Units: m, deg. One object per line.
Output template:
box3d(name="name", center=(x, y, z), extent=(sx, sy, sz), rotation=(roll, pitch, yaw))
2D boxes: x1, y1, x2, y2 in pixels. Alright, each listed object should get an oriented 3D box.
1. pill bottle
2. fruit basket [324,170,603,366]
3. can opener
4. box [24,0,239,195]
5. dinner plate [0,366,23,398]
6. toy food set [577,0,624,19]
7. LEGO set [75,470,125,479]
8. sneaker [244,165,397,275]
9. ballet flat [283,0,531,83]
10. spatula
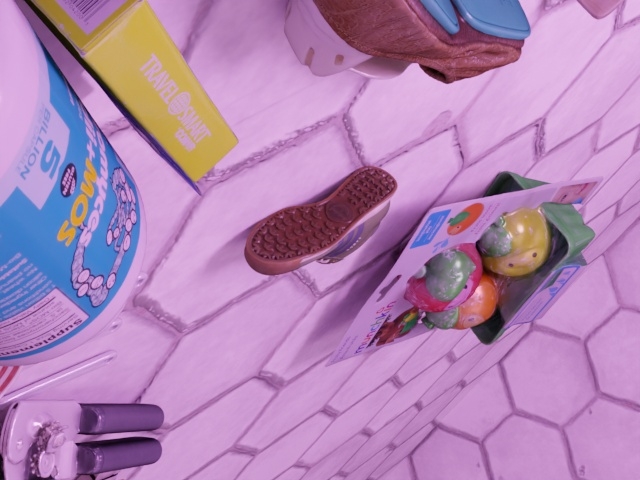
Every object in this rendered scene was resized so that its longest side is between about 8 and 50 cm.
box3d(name="pill bottle", center=(-0.176, -0.022, 0.481), extent=(0.146, 0.146, 0.264), rotation=(-38, 161, -9))
box3d(name="fruit basket", center=(0.205, 0.050, 1.309), extent=(0.353, 0.165, 0.327), rotation=(-18, 149, -42))
box3d(name="can opener", center=(-0.241, 0.191, 0.928), extent=(0.280, 0.093, 0.074), rotation=(24, 68, -69))
box3d(name="box", center=(-0.106, -0.099, 0.502), extent=(0.042, 0.109, 0.178), rotation=(-42, 160, -4))
box3d(name="dinner plate", center=(-0.271, 0.080, 0.661), extent=(0.141, 0.017, 0.141), rotation=(-28, 136, -31))
box3d(name="toy food set", center=(0.304, -0.327, 0.810), extent=(0.220, 0.092, 0.306), rotation=(-44, 159, 6))
box3d(name="LEGO set", center=(-0.267, 0.283, 1.029), extent=(0.093, 0.087, 0.227), rotation=(-49, 160, 21))
box3d(name="sneaker", center=(0.000, 0.000, 0.964), extent=(0.192, 0.064, 0.086), rotation=(-32, 153, -33))
box3d(name="ballet flat", center=(0.049, -0.167, 0.688), extent=(0.124, 0.116, 0.342), rotation=(-29, 170, 25))
box3d(name="spatula", center=(-0.252, 0.105, 0.788), extent=(0.242, 0.019, 0.168), rotation=(-22, 151, -43))
